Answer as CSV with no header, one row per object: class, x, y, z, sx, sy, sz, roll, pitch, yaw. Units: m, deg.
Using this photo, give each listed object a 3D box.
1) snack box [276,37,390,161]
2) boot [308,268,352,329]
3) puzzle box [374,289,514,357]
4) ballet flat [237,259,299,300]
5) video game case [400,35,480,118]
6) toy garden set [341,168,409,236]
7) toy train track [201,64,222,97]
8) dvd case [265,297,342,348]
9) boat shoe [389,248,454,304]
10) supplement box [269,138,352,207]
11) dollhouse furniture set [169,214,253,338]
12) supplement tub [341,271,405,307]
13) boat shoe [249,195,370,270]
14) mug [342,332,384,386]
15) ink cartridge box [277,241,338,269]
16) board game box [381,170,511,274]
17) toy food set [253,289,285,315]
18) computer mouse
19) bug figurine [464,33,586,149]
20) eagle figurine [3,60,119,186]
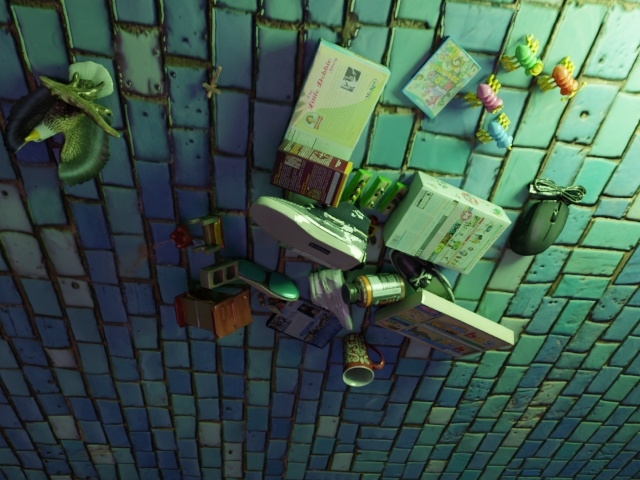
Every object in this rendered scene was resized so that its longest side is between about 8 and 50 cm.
snack box,0.023,-0.324,1.090,0.187,0.060,0.322,18,123,-15
boot,0.035,0.208,1.457,0.123,0.095,0.258,-9,117,12
puzzle box,0.432,0.308,1.485,0.408,0.052,0.272,25,146,-18
ballet flat,-0.188,0.138,1.409,0.248,0.086,0.086,31,119,-20
video game case,0.303,-0.409,1.066,0.119,0.015,0.166,33,118,-22
toy garden set,0.111,-0.101,1.220,0.244,0.049,0.204,13,130,-28
toy train track,-0.267,-0.400,1.058,0.048,0.014,0.083,26,115,-10
dvd case,-0.051,0.303,1.553,0.253,0.022,0.180,26,121,-19
boat shoe,0.346,0.124,1.395,0.302,0.091,0.114,35,117,-23
supplement box,-0.025,-0.174,1.083,0.188,0.081,0.104,20,124,1
dollhouse furniture set,-0.348,0.099,1.314,0.201,0.152,0.374,6,106,35
supplement tub,0.170,0.163,1.380,0.197,0.106,0.106,-5,127,-20
boat shoe,-0.016,-0.057,1.124,0.340,0.158,0.127,31,145,-20
mug,0.149,0.440,1.565,0.150,0.169,0.113,9,124,-8
ink cartridge box,0.000,0.000,1.260,0.212,0.093,0.154,26,156,-17
board game box,0.374,-0.045,1.276,0.303,0.097,0.224,21,123,-14
toy food set,-0.176,0.215,1.473,0.122,0.019,0.078,31,119,-7
computer mouse,0.684,-0.050,1.295,0.188,0.072,0.272,8,124,-8
bug figurine,0.507,-0.367,1.067,0.216,0.072,0.279,35,117,-23
eagle figurine,-0.644,-0.291,1.047,0.298,0.225,0.226,-23,83,49
